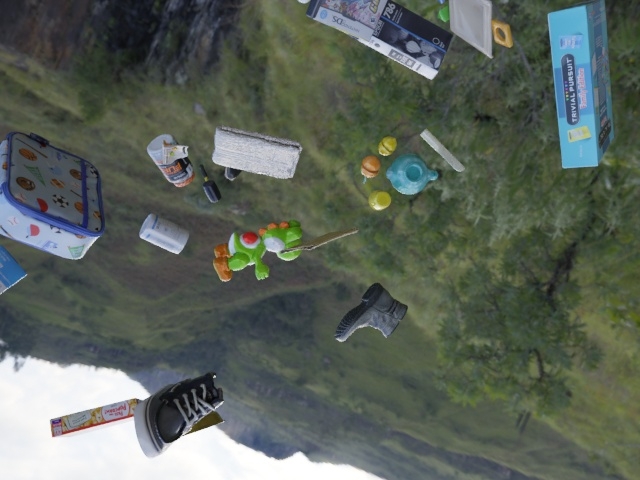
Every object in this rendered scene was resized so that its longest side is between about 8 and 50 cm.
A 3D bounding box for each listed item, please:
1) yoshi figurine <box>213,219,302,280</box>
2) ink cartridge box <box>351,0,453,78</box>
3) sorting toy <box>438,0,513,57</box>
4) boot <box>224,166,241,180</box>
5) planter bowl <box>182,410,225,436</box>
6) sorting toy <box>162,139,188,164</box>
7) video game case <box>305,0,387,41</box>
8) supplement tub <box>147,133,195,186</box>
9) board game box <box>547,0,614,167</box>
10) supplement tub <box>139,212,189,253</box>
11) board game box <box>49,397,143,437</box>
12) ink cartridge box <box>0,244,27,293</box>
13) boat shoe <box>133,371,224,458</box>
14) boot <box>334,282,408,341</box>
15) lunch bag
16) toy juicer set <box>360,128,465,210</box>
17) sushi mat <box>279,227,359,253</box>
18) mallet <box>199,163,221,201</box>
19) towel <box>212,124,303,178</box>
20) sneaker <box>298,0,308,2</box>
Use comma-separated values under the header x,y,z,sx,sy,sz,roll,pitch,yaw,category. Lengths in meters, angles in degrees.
x,y,z,sx,sy,sz,roll,pitch,yaw,category
-0.221,0.046,2.231,0.203,0.362,0.203,14,-125,-78,yoshi figurine
0.265,-0.688,1.907,0.333,0.165,0.065,25,164,-6,ink cartridge box
0.421,-0.618,1.568,0.347,0.047,0.196,54,175,37,sorting toy
-0.265,-0.304,2.095,0.077,0.197,0.137,32,173,-42,boot
-0.382,0.493,1.592,0.217,0.090,0.217,-17,168,-4,planter bowl
-0.438,-0.271,1.727,0.075,0.044,0.083,-2,152,-17,sorting toy
0.108,-0.736,1.635,0.248,0.274,0.035,3,-149,-44,video game case
-0.570,-0.305,2.202,0.117,0.117,0.190,27,155,42,supplement tub
0.602,-0.364,1.307,0.079,0.335,0.254,0,-158,35,board game box
-0.401,-0.018,1.468,0.107,0.071,0.071,30,179,-27,supplement tub
-0.525,0.426,1.373,0.194,0.045,0.146,-13,164,-10,board game box
-0.537,0.088,0.840,0.104,0.180,0.060,-17,113,51,ink cartridge box
-0.328,0.397,1.369,0.340,0.158,0.127,-140,28,-84,boat shoe
0.178,0.277,1.925,0.161,0.246,0.083,43,174,-14,boot
-0.597,-0.106,1.269,0.243,0.115,0.303,26,-153,-38,lunch bag
0.278,-0.252,1.864,0.209,0.329,0.089,64,174,-6,toy juicer set
0.000,0.000,2.087,0.152,0.019,0.317,-8,-172,36,sushi mat
-0.346,-0.190,1.725,0.189,0.039,0.062,58,172,44,mallet
-0.208,-0.288,1.864,0.283,0.049,0.187,12,152,-9,towel
-0.128,-0.769,1.604,0.091,0.094,0.258,-21,123,43,sneaker
